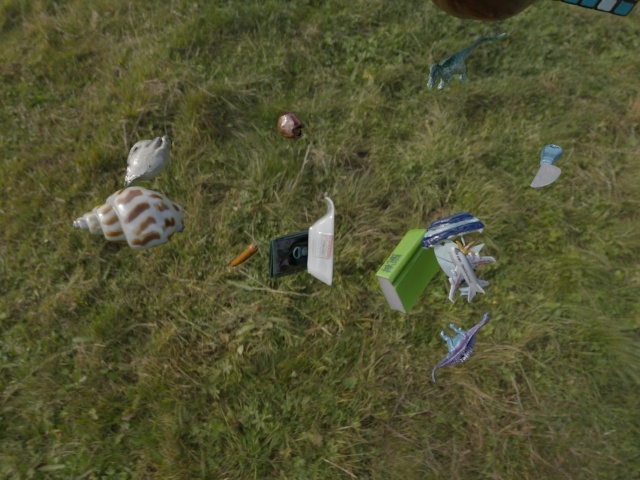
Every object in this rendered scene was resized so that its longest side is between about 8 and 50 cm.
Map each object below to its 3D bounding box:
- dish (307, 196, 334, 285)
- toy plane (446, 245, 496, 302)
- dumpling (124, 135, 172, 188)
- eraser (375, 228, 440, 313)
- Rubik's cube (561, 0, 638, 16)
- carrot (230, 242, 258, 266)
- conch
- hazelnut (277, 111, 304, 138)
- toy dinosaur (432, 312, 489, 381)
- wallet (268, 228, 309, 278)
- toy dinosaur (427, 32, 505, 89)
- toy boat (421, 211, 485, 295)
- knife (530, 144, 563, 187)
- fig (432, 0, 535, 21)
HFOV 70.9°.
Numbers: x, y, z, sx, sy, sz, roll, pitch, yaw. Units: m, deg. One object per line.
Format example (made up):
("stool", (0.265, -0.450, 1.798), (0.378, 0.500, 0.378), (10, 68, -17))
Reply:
("dish", (0.000, 0.000, 1.210), (0.064, 0.154, 0.234), (3, 90, -3))
("toy plane", (0.376, 0.078, 1.164), (0.162, 0.065, 0.171), (-41, 107, -9))
("dumpling", (-0.652, -0.292, 1.697), (0.142, 0.172, 0.247), (41, 77, -1))
("eraser", (0.333, 0.108, 1.680), (0.092, 0.210, 0.274), (13, 53, 44))
("Rubik's cube", (0.568, -0.591, 0.883), (0.187, 0.182, 0.184), (16, 66, 2))
("carrot", (-0.288, 0.062, 1.668), (0.037, 0.190, 0.037), (23, 50, -31))
("conch", (-0.539, -0.067, 1.277), (0.275, 0.148, 0.182), (-26, 46, -10))
("hazelnut", (-0.086, -0.342, 1.343), (0.086, 0.086, 0.086), (3, 64, -7))
("toy dinosaur", (0.310, 0.234, 1.017), (0.045, 0.080, 0.197), (36, 96, -24))
("wallet", (-0.091, 0.046, 1.691), (0.236, 0.160, 0.055), (-16, 26, -42))
("toy dinosaur", (0.422, -0.527, 1.371), (0.076, 0.129, 0.383), (39, 57, 17))
("toy boat", (0.480, 0.056, 1.556), (0.221, 0.067, 0.291), (-18, 99, 15))
("knife", (0.564, -0.180, 1.109), (0.058, 0.032, 0.244), (21, 40, 19))
("fig", (0.229, -0.428, 0.671), (0.204, 0.186, 0.249), (42, 42, 21))
